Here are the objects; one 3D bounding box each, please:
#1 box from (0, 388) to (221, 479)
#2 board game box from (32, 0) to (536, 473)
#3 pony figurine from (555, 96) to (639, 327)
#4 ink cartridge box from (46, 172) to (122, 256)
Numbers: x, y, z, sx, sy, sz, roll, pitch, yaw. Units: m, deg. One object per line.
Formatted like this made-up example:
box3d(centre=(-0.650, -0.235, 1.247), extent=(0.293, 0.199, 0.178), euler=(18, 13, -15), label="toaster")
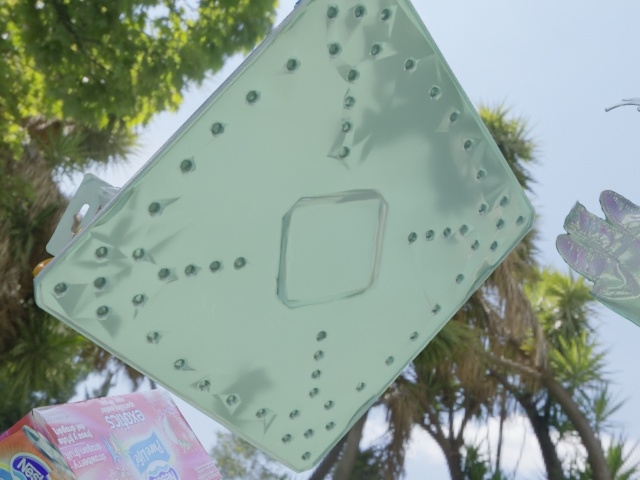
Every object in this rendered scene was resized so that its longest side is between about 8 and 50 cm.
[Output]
box3d(centre=(-0.246, 0.267, 0.802), extent=(0.142, 0.154, 0.300), euler=(52, 3, 13), label="box")
box3d(centre=(0.000, 0.000, 0.715), extent=(0.390, 0.390, 0.050), euler=(46, -6, -40), label="board game box")
box3d(centre=(0.415, -0.007, 0.620), extent=(0.351, 0.303, 0.363), euler=(42, -36, -1), label="pony figurine")
box3d(centre=(-0.198, 0.014, 0.769), extent=(0.181, 0.104, 0.061), euler=(30, 5, 2), label="ink cartridge box")
